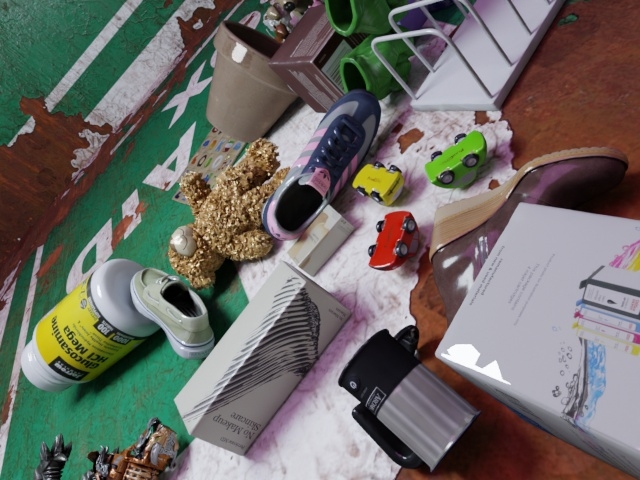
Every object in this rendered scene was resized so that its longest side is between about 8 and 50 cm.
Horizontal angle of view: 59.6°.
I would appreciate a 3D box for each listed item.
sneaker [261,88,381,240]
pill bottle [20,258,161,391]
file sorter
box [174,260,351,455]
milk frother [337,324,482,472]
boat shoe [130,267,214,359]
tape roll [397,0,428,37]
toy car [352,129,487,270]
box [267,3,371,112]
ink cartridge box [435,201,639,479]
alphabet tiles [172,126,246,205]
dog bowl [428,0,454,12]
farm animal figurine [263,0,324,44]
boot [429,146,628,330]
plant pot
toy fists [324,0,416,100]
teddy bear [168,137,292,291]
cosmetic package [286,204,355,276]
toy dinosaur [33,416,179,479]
[{"bbox_3d":[0.013,-0.128,0.994,0.319,0.112,0.131,-57,13,4],"label":"sneaker"},{"bbox_3d":[-0.518,0.203,1.262,0.334,0.188,0.188,-37,36,21],"label":"pill bottle"},{"bbox_3d":[0.242,-0.376,0.920,0.193,0.173,0.277,19,74,56],"label":"file sorter"},{"bbox_3d":[-0.087,0.176,0.844,0.275,0.113,0.094,-54,34,-1],"label":"box"},{"bbox_3d":[0.113,0.167,0.633,0.143,0.129,0.135,-36,63,-29],"label":"milk frother"},{"bbox_3d":[-0.290,0.118,1.109,0.302,0.109,0.094,33,123,43],"label":"boat shoe"},{"bbox_3d":[0.121,-0.478,1.147,0.080,0.189,0.189,-56,33,-6],"label":"tape roll"},{"bbox_3d":[0.159,-0.076,0.842,0.225,0.053,0.239,-35,37,23],"label":"toy car"},{"bbox_3d":[0.032,-0.381,1.179,0.167,0.168,0.203,-55,34,-6],"label":"box"},{"bbox_3d":[0.257,0.094,0.451,0.233,0.171,0.168,19,74,55],"label":"ink cartridge box"},{"bbox_3d":[-0.297,-0.246,1.591,0.285,0.011,0.342,16,71,55],"label":"alphabet tiles"},{"bbox_3d":[0.271,-0.615,1.170,0.265,0.104,0.264,-30,40,29],"label":"dog bowl"},{"bbox_3d":[-0.041,-0.692,1.560,0.330,0.172,0.326,-38,35,19],"label":"farm animal figurine"},{"bbox_3d":[0.245,0.021,0.644,0.248,0.090,0.206,-23,54,34],"label":"boot"},{"bbox_3d":[-0.170,-0.372,1.376,0.229,0.263,0.263,-58,29,23],"label":"plant pot"},{"bbox_3d":[0.103,-0.381,1.009,0.096,0.279,0.142,29,62,37],"label":"toy fists"},{"bbox_3d":[-0.186,-0.055,1.120,0.338,0.113,0.245,-25,82,13],"label":"teddy bear"},{"bbox_3d":[0.000,0.000,0.968,0.115,0.041,0.060,-49,34,3],"label":"cosmetic package"},{"bbox_3d":[-0.369,0.432,0.915,0.218,0.164,0.322,24,55,40],"label":"toy dinosaur"}]
